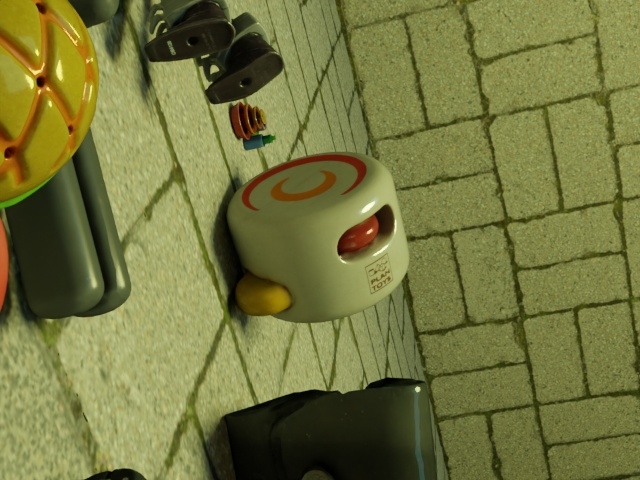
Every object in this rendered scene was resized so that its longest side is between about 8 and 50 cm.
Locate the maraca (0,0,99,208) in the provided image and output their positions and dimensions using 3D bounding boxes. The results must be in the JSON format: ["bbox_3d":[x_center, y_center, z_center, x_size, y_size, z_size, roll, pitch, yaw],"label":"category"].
[{"bbox_3d":[-0.178,-0.069,0.407,0.186,0.099,0.127,-37,122,-51],"label":"maraca"}]

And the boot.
[{"bbox_3d":[0.102,0.337,0.745,0.146,0.367,0.444,18,63,-59],"label":"boot"}]

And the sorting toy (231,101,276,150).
[{"bbox_3d":[-0.082,-0.150,1.120,0.102,0.042,0.061,-37,115,-79],"label":"sorting toy"}]

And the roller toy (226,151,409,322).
[{"bbox_3d":[0.000,0.000,0.991,0.209,0.191,0.146,-81,159,-61],"label":"roller toy"}]

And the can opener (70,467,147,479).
[{"bbox_3d":[-0.133,0.193,0.461,0.186,0.059,0.073,-79,156,-64],"label":"can opener"}]

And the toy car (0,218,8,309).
[{"bbox_3d":[-0.128,0.029,0.196,0.239,0.053,0.224,87,-2,-59],"label":"toy car"}]

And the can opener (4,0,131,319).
[{"bbox_3d":[-0.155,-0.098,0.530,0.076,0.095,0.283,16,57,-77],"label":"can opener"}]

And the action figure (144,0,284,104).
[{"bbox_3d":[-0.131,-0.261,0.841,0.185,0.099,0.285,54,12,-52],"label":"action figure"}]
